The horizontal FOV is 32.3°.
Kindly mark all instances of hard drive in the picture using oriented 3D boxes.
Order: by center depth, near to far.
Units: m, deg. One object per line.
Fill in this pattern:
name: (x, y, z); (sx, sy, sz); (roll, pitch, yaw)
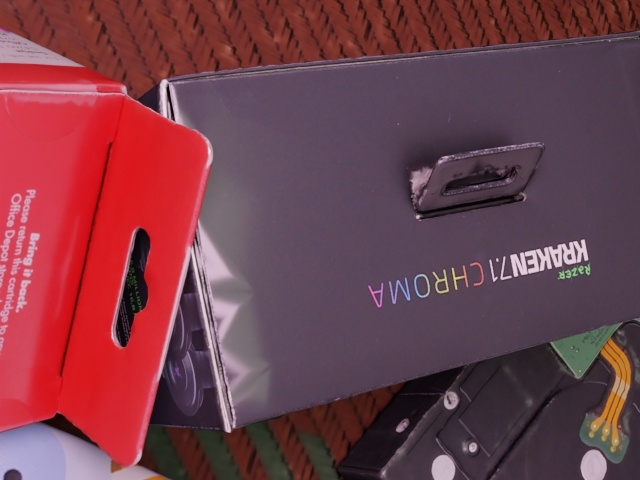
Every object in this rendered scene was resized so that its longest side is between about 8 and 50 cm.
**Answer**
hard drive: (0.194, 0.116, 0.759); (0.339, 0.064, 0.237); (-47, 106, -25)

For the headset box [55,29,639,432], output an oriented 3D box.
headset box: (0.000, 0.000, 0.540); (0.246, 0.283, 0.131); (-10, 89, -29)

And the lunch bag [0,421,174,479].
lunch bag: (-0.091, 0.310, 0.419); (0.328, 0.239, 0.385); (27, 38, -23)

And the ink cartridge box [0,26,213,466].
ink cartridge box: (-0.156, -0.016, 0.413); (0.078, 0.231, 0.134); (-8, 118, -51)
